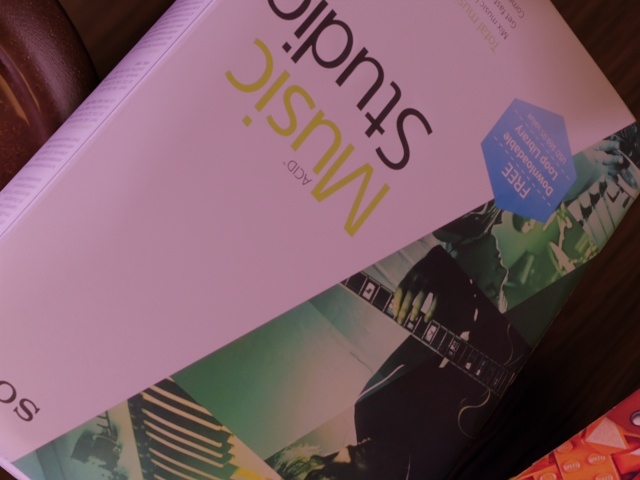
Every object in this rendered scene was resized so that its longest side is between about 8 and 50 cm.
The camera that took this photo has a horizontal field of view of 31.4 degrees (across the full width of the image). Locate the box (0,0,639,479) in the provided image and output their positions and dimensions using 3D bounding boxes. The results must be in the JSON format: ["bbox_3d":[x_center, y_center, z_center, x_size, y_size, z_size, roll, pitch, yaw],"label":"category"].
[{"bbox_3d":[0.000,0.000,0.507,0.232,0.058,0.322,46,72,-24],"label":"box"}]

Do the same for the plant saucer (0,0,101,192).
[{"bbox_3d":[-0.216,-0.004,0.443,0.310,0.050,0.311,-8,105,-31],"label":"plant saucer"}]

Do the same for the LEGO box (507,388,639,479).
[{"bbox_3d":[0.135,0.354,0.537,0.372,0.193,0.500,-32,129,-12],"label":"LEGO box"}]
